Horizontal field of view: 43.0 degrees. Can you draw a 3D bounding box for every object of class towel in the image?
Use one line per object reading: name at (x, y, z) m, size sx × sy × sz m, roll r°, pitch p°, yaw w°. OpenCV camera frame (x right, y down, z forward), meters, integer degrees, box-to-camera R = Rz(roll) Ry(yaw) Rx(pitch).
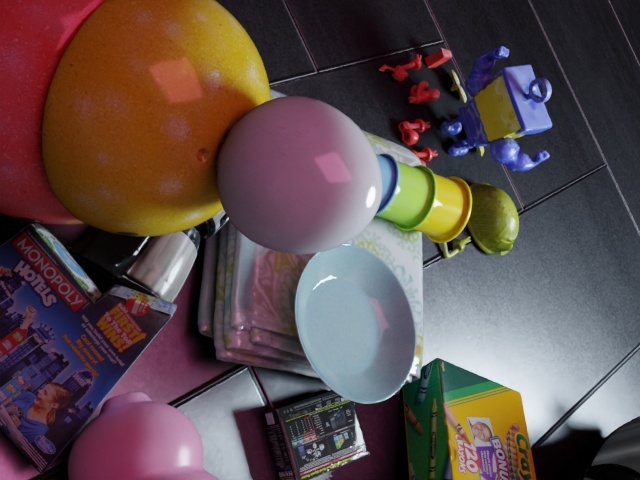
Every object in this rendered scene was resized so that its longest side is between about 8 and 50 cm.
towel at (0.000, 0.000, 1.075) m, size 0.320 × 0.090 × 0.375 m, roll 20°, pitch 61°, yaw -35°

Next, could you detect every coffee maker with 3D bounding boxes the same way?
coffee maker at (-0.195, -0.026, 0.887) m, size 0.171 × 0.120 × 0.178 m, roll 42°, pitch 59°, yaw -22°

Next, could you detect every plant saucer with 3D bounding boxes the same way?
plant saucer at (0.036, 0.101, 0.980) m, size 0.195 × 0.037 × 0.195 m, roll 16°, pitch 64°, yaw -36°

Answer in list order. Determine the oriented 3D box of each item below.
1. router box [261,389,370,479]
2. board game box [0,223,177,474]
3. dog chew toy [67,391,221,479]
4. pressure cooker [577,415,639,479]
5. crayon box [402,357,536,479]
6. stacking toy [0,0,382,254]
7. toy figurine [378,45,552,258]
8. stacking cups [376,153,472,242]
router box at (-0.005, 0.240, 1.005) m, size 0.122 × 0.038 × 0.092 m, roll -9°, pitch 78°, yaw -40°
board game box at (-0.247, 0.086, 0.782) m, size 0.194 × 0.060 × 0.194 m, roll -37°, pitch 99°, yaw -1°
dog chew toy at (-0.151, 0.308, 0.763) m, size 0.206 × 0.206 × 0.332 m, roll 0°, pitch 65°, yaw -39°
pressure cooker at (0.580, 0.420, 1.177) m, size 0.375 × 0.420 × 0.370 m, roll 42°, pitch 69°, yaw 8°
crayon box at (0.202, 0.313, 1.072) m, size 0.165 × 0.081 × 0.279 m, roll 25°, pitch 44°, yaw -28°
stacking toy at (-0.166, -0.114, 0.667) m, size 0.479 × 0.351 × 0.350 m, roll 26°, pitch 43°, yaw 26°
toy figurine at (0.269, -0.170, 1.270) m, size 0.191 × 0.217 × 0.363 m, roll -8°, pitch 78°, yaw -41°
stacking cups at (0.051, -0.073, 1.026) m, size 0.316 × 0.096 × 0.096 m, roll 14°, pitch 64°, yaw -35°
